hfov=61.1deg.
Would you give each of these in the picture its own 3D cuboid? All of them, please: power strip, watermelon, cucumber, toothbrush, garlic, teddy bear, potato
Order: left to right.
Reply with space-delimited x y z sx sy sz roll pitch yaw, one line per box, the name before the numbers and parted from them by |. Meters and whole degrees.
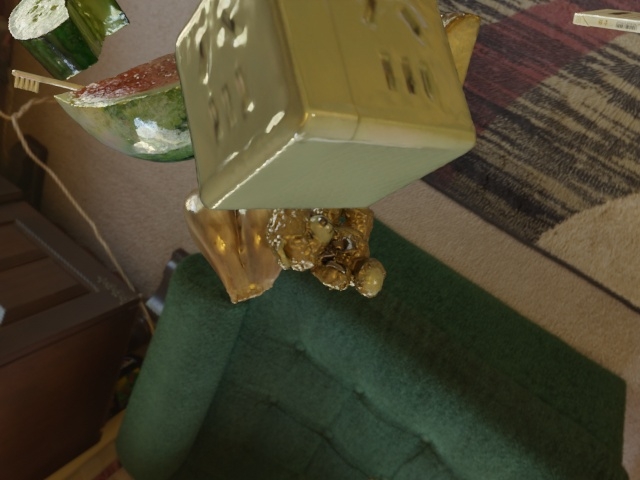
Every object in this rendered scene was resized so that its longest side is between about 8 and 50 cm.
cucumber | -0.471 -0.393 1.003 0.191 0.191 0.130 -3 144 32
toothbrush | -0.355 -0.247 0.967 0.025 0.342 0.030 37 116 55
watermelon | -0.250 -0.204 0.868 0.176 0.260 0.256 56 166 5
garlic | -0.208 -0.039 1.364 0.340 0.231 0.246 51 164 46
teddy bear | 0.000 0.000 1.179 0.256 0.267 0.156 26 131 -29
power strip | 0.022 -0.108 0.415 0.139 0.224 0.140 -28 70 48
potato | 0.217 -0.279 1.078 0.112 0.269 0.255 10 88 4

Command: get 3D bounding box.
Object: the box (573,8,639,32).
box | 0.579 -0.419 1.033 0.167 0.090 0.024 -131 33 -55
